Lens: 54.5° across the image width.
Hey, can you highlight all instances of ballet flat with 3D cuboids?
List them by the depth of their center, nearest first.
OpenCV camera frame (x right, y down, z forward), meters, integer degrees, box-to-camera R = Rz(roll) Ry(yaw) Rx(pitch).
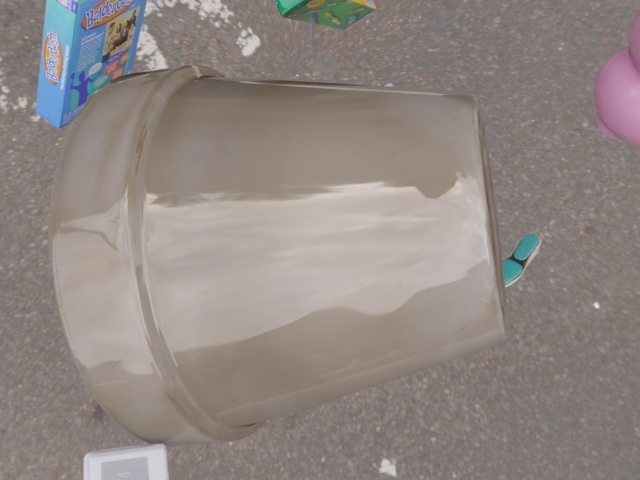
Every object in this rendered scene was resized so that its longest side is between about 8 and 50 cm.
[{"bbox_3d":[0.423,0.056,1.339,0.168,0.057,0.052,-43,140,-16],"label":"ballet flat"}]

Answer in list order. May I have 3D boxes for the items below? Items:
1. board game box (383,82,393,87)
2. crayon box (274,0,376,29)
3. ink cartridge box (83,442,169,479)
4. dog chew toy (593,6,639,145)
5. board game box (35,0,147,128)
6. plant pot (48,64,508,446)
[{"bbox_3d":[0.071,-0.131,1.244,0.303,0.097,0.224,-31,95,37],"label":"board game box"},{"bbox_3d":[-0.012,-0.469,1.077,0.081,0.278,0.165,-25,92,27],"label":"crayon box"},{"bbox_3d":[-0.137,0.346,0.453,0.066,0.296,0.261,-1,136,-21],"label":"ink cartridge box"},{"bbox_3d":[0.443,-0.225,0.676,0.206,0.207,0.332,32,139,-10],"label":"dog chew toy"},{"bbox_3d":[-0.314,-0.276,0.862,0.047,0.160,0.210,34,133,1],"label":"board game box"},{"bbox_3d":[0.000,0.000,0.512,0.280,0.323,0.323,-6,106,18],"label":"plant pot"}]
